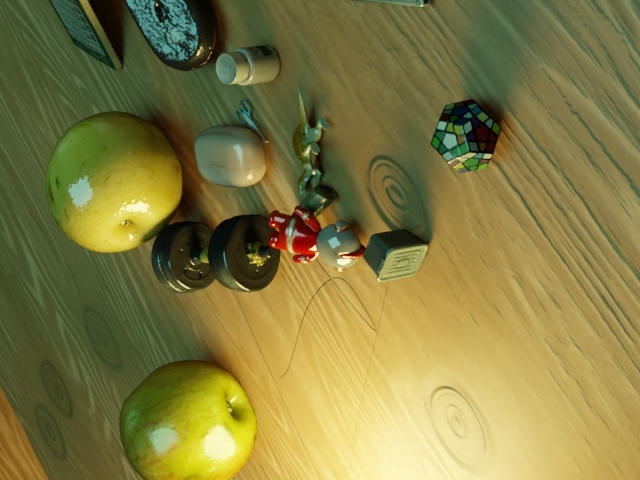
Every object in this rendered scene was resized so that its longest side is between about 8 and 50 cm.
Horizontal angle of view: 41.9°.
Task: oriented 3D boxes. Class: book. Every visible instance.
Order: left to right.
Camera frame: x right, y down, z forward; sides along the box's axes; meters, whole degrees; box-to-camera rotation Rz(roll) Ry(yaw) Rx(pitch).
[{"bbox_3d":[-0.624,-0.572,2.140,0.202,0.027,0.264,32,158,30],"label":"book"}]

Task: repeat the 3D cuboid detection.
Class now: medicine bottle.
[{"bbox_3d":[-0.158,-0.378,1.810,0.080,0.130,0.080,14,113,38],"label":"medicine bottle"}]

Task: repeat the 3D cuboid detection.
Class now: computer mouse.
[{"bbox_3d":[-0.349,-0.545,1.915,0.182,0.116,0.323,-23,102,24],"label":"computer mouse"}]

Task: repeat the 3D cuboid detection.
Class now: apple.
[{"bbox_3d":[-0.329,0.466,2.121,0.339,0.339,0.340,15,114,38],"label":"apple"}]

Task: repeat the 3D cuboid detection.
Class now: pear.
[{"bbox_3d":[-0.510,-0.145,2.074,0.348,0.348,0.349,15,114,38],"label":"pear"}]

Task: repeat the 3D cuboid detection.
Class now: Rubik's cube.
[{"bbox_3d":[0.263,-0.188,1.508,0.133,0.133,0.112,12,139,39],"label":"Rubik's cube"}]

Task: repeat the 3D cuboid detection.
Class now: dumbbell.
[{"bbox_3d":[-0.252,0.034,1.999,0.388,0.185,0.185,-4,102,42],"label":"dumbbell"}]

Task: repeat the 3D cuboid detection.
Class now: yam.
[{"bbox_3d":[-0.020,-0.072,1.844,0.054,0.054,0.132,55,133,14],"label":"yam"}]

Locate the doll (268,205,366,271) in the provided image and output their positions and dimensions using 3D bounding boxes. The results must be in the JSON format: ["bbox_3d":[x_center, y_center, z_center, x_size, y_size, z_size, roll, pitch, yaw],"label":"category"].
[{"bbox_3d":[0.000,0.000,1.809,0.244,0.076,0.142,12,125,19],"label":"doll"}]

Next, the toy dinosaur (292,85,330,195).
[{"bbox_3d":[-0.030,-0.215,1.817,0.142,0.057,0.212,-23,76,63],"label":"toy dinosaur"}]

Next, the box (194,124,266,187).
[{"bbox_3d":[-0.211,-0.196,1.946,0.200,0.088,0.146,8,116,42],"label":"box"}]

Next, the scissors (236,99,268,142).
[{"bbox_3d":[-0.156,-0.268,1.926,0.119,0.014,0.058,53,138,18],"label":"scissors"}]

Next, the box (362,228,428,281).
[{"bbox_3d":[0.148,0.027,1.684,0.069,0.122,0.084,46,129,37],"label":"box"}]

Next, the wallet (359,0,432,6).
[{"bbox_3d":[0.106,-0.592,1.556,0.251,0.054,0.291,22,123,40],"label":"wallet"}]
